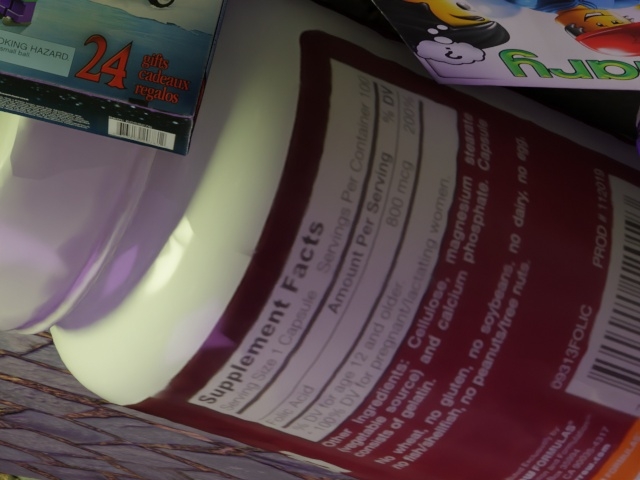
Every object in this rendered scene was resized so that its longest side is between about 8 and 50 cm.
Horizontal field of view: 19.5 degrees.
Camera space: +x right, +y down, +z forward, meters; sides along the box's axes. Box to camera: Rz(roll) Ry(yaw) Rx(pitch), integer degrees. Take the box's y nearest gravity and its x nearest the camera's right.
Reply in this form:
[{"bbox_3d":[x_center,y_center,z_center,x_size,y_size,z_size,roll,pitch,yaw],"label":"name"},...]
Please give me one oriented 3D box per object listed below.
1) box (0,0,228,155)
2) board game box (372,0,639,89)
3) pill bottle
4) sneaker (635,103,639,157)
[{"bbox_3d":[-0.144,-0.138,0.715,0.233,0.159,0.044,13,162,-3],"label":"box"},{"bbox_3d":[0.158,-0.119,0.738,0.305,0.053,0.193,4,162,26],"label":"board game box"},{"bbox_3d":[0.000,0.000,0.945,0.392,0.224,0.224,21,161,-25],"label":"pill bottle"},{"bbox_3d":[0.232,-0.032,0.889,0.170,0.071,0.068,20,168,18],"label":"sneaker"}]
